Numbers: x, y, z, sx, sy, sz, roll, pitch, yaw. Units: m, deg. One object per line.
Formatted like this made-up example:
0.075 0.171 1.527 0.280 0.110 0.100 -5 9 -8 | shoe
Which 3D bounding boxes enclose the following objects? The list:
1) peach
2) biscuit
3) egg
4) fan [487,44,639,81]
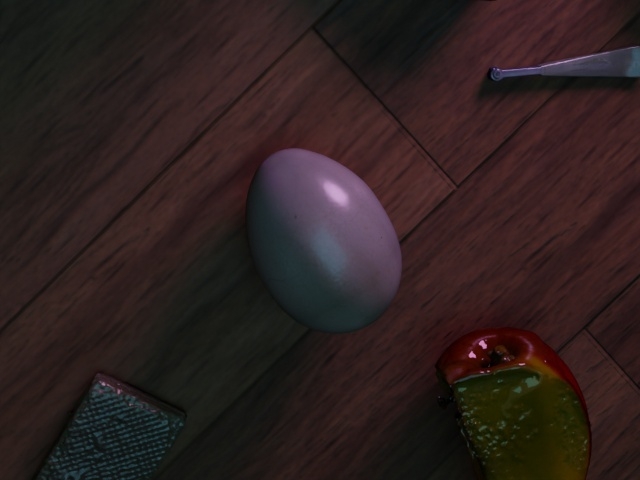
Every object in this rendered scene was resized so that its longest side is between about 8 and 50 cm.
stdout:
0.235 0.219 1.190 0.153 0.159 0.267 -21 107 6 | peach
-0.250 0.256 1.165 0.121 0.040 0.199 29 99 -16 | biscuit
0.000 0.000 1.087 0.151 0.151 0.209 -29 101 -2 | egg
0.280 -0.196 1.160 0.193 0.016 0.038 -6 104 -11 | fan
